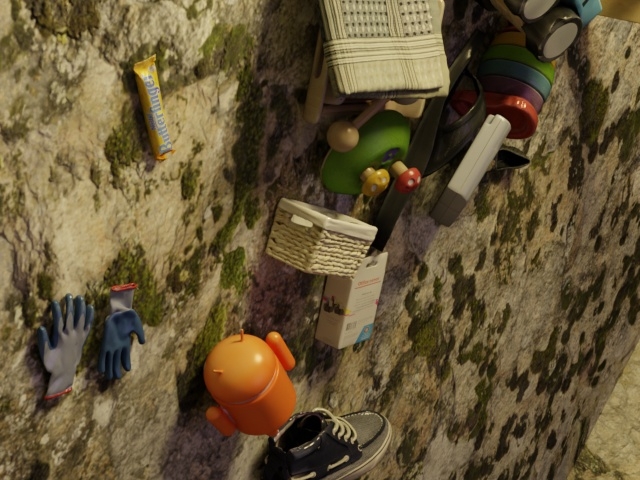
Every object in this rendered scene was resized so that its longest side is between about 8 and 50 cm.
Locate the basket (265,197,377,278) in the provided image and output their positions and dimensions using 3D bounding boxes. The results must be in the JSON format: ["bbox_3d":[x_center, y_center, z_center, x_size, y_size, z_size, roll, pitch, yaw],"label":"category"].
[{"bbox_3d":[0.000,0.000,1.892,0.167,0.113,0.103,10,102,-56],"label":"basket"}]

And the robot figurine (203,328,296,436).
[{"bbox_3d":[-0.117,0.240,1.850,0.158,0.128,0.219,-22,138,3],"label":"robot figurine"}]

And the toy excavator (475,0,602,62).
[{"bbox_3d":[0.506,-0.548,2.057,0.445,0.222,0.433,-41,150,5],"label":"toy excavator"}]

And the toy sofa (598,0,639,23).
[{"bbox_3d":[0.705,-0.534,2.363,0.177,0.362,0.150,-6,113,-46],"label":"toy sofa"}]

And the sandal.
[{"bbox_3d":[0.221,-0.175,2.064,0.167,0.107,0.446,-29,145,-87],"label":"sandal"}]

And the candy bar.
[{"bbox_3d":[-0.232,-0.183,1.549,0.040,0.018,0.161,-39,136,-36],"label":"candy bar"}]

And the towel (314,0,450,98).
[{"bbox_3d":[0.101,-0.380,1.758,0.324,0.056,0.312,-11,90,-52],"label":"towel"}]

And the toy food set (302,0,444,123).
[{"bbox_3d":[0.097,-0.309,1.873,0.306,0.092,0.220,-11,117,-52],"label":"toy food set"}]

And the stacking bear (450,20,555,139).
[{"bbox_3d":[0.401,-0.366,2.224,0.164,0.175,0.289,40,68,-53],"label":"stacking bear"}]

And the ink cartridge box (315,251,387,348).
[{"bbox_3d":[0.059,0.102,2.074,0.104,0.061,0.181,-12,120,-52],"label":"ink cartridge box"}]

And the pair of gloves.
[{"bbox_3d":[-0.327,0.141,1.593,0.198,0.023,0.159,-15,122,-49],"label":"pair of gloves"}]

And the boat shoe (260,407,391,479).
[{"bbox_3d":[0.025,0.380,2.122,0.340,0.127,0.158,-29,138,-43],"label":"boat shoe"}]

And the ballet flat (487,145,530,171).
[{"bbox_3d":[0.402,-0.179,2.414,0.173,0.049,0.057,-14,118,-51],"label":"ballet flat"}]

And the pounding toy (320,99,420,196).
[{"bbox_3d":[0.103,-0.136,1.888,0.183,0.110,0.237,-34,155,-14],"label":"pounding toy"}]

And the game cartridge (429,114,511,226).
[{"bbox_3d":[0.282,-0.123,2.145,0.196,0.060,0.294,-55,176,-6],"label":"game cartridge"}]
